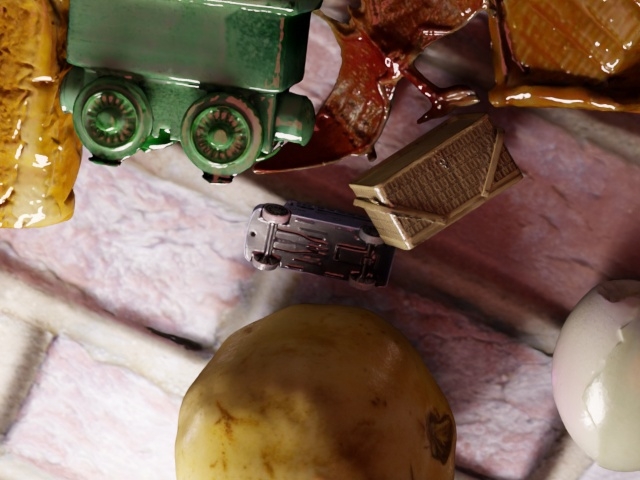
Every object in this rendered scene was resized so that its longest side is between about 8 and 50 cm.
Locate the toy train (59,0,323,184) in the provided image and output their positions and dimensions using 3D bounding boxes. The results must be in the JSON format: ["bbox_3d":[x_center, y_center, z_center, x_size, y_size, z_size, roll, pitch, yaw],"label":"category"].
[{"bbox_3d":[-0.132,-0.170,1.353,0.266,0.145,0.201,9,104,10],"label":"toy train"}]

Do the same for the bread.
[{"bbox_3d":[-0.330,-0.159,1.449,0.167,0.132,0.294,9,115,2],"label":"bread"}]

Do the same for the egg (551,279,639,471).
[{"bbox_3d":[0.345,0.157,1.495,0.183,0.183,0.217,9,105,1],"label":"egg"}]

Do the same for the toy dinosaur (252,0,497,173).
[{"bbox_3d":[0.046,-0.187,1.395,0.327,0.113,0.206,-20,96,38],"label":"toy dinosaur"}]

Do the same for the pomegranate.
[{"bbox_3d":[-0.010,0.239,1.516,0.333,0.332,0.332,2,114,4],"label":"pomegranate"}]

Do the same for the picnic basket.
[{"bbox_3d":[0.121,-0.064,1.430,0.164,0.115,0.079,-33,101,-8],"label":"picnic basket"}]

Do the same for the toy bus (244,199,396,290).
[{"bbox_3d":[0.000,0.000,1.519,0.167,0.076,0.073,13,116,-3],"label":"toy bus"}]

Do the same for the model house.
[{"bbox_3d":[0.296,-0.219,1.359,0.219,0.199,0.229,58,141,21],"label":"model house"}]
